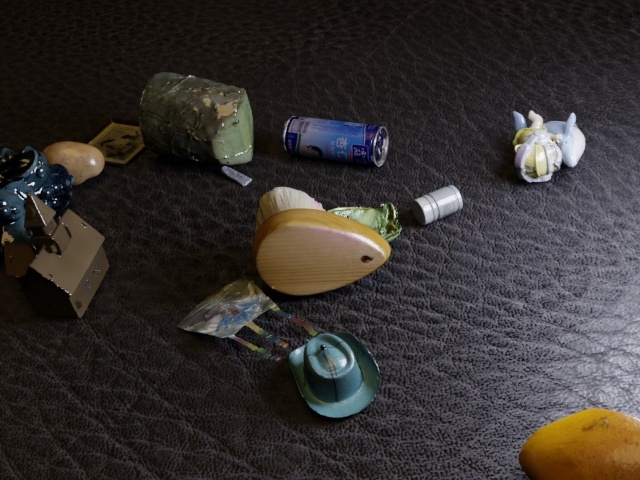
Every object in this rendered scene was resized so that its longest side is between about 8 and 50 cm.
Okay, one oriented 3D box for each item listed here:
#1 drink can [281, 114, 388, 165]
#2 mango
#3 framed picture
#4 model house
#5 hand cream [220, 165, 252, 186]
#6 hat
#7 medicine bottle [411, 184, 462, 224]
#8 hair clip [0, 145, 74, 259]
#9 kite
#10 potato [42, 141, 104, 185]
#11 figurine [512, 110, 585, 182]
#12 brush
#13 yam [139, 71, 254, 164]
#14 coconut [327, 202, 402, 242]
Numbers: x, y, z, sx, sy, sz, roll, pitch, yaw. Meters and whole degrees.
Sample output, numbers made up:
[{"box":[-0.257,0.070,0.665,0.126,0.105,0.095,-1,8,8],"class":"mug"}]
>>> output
[{"box":[0.034,-0.234,1.920,0.235,0.097,0.097,10,43,22],"class":"drink can"},{"box":[0.403,0.312,1.147,0.252,0.126,0.154,0,59,26],"class":"mango"},{"box":[-0.526,-0.257,2.133,0.195,0.010,0.199,12,43,24],"class":"framed picture"},{"box":[-0.550,0.006,1.625,0.176,0.248,0.181,1,39,13],"class":"model house"},{"box":[-0.202,-0.153,1.931,0.093,0.019,0.030,27,53,34],"class":"hand cream"},{"box":[0.016,0.209,1.391,0.138,0.078,0.191,-24,41,-13],"class":"hat"},{"box":[0.242,-0.074,1.707,0.091,0.058,0.058,-22,40,-15],"class":"medicine bottle"},{"box":[-0.680,-0.089,1.801,0.194,0.206,0.310,-1,40,12],"class":"hair clip"},{"box":[-0.125,0.139,1.506,0.169,0.015,0.310,-38,34,-30],"class":"kite"},{"box":[-0.600,-0.189,1.995,0.147,0.112,0.112,0,39,1],"class":"potato"},{"box":[0.479,-0.204,1.773,0.184,0.128,0.208,-27,34,-17],"class":"figurine"},{"box":[0.000,0.000,1.594,0.267,0.174,0.166,1,30,1],"class":"brush"},{"box":[-0.291,-0.282,1.981,0.271,0.202,0.201,8,61,19],"class":"yam"},{"box":[0.099,-0.029,1.684,0.133,0.055,0.158,-28,44,-28],"class":"coconut"}]
